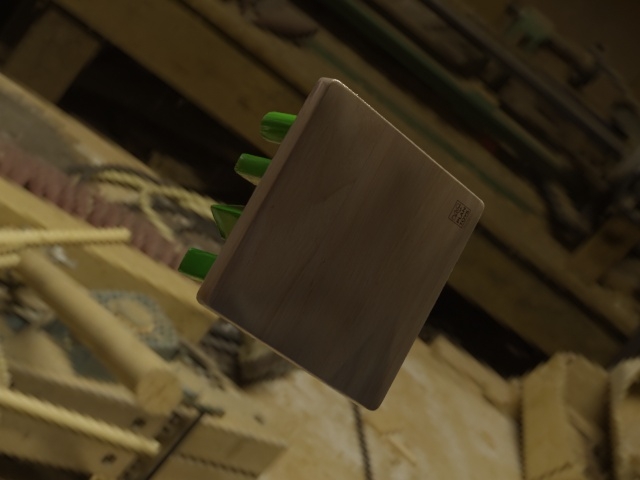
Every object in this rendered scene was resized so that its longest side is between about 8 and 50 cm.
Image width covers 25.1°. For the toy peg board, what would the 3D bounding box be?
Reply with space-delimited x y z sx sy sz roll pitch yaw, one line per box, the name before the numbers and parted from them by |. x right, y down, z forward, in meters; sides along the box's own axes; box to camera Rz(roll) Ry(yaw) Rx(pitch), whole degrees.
toy peg board | 0.000 0.000 0.939 0.160 0.161 0.079 36 -11 -36
